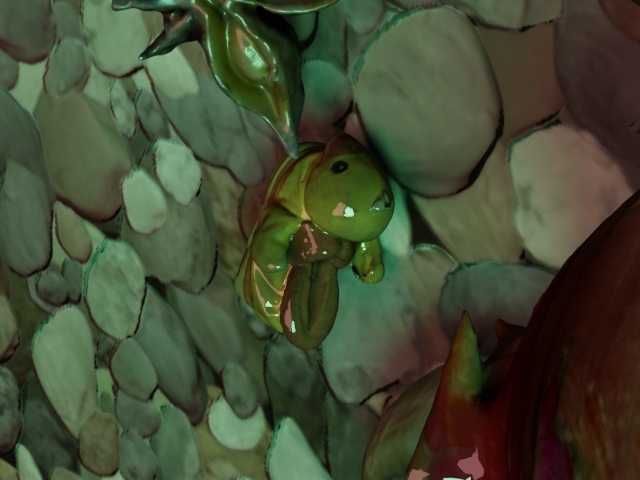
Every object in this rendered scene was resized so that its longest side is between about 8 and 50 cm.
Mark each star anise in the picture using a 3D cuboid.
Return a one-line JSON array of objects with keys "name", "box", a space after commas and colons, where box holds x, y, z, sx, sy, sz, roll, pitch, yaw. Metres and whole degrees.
[{"name": "star anise", "box": [-0.072, -0.159, 0.968, 0.227, 0.218, 0.148, -100, -3, -53]}]

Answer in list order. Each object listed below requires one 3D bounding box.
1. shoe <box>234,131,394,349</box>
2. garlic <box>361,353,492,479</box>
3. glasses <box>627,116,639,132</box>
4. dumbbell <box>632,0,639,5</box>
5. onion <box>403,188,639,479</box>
[{"name": "shoe", "box": [0.001, 0.002, 0.937, 0.109, 0.072, 0.069, -49, 43, 10]}, {"name": "garlic", "box": [0.090, 0.106, 0.889, 0.195, 0.087, 0.101, -18, 108, 44]}, {"name": "glasses", "box": [0.166, -0.037, 0.763, 0.104, 0.062, 0.140, 40, 130, 27]}, {"name": "dumbbell", "box": [0.092, -0.150, 0.770, 0.231, 0.092, 0.082, 19, 92, 38]}, {"name": "onion", "box": [0.204, 0.105, 0.608, 0.353, 0.353, 0.354, 20, 121, 38]}]
